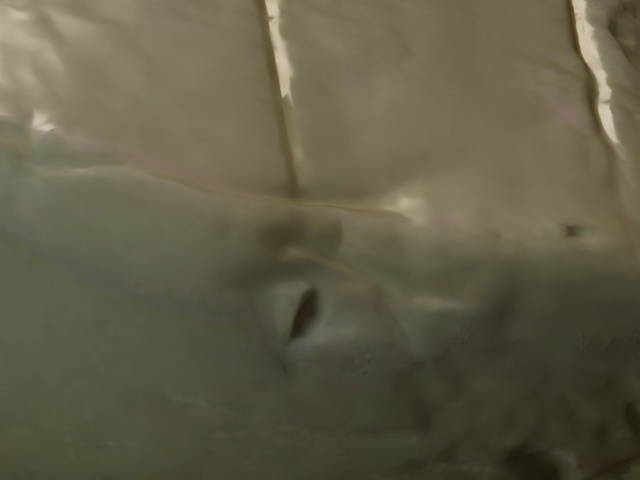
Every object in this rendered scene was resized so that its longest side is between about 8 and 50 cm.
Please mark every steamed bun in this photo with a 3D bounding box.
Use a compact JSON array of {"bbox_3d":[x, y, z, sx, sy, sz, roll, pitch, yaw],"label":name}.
[{"bbox_3d":[-0.046,-0.008,0.797,0.455,0.290,0.371,15,41,-11],"label":"steamed bun"}]
